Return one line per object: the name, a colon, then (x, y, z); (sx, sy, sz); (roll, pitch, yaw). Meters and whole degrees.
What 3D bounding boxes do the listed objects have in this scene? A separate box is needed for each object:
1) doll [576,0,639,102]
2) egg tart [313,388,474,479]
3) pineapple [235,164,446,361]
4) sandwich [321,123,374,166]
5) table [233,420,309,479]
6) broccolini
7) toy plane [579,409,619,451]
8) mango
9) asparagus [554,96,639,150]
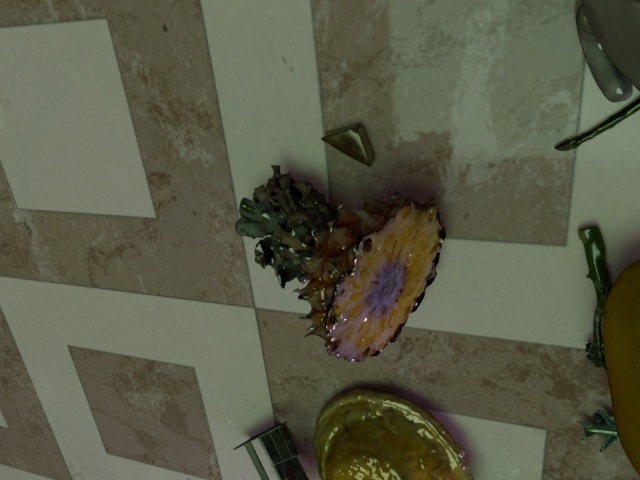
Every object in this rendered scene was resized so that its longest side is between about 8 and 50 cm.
doll: (0.393, -0.255, 0.455); (0.370, 0.226, 0.215); (-26, 104, 32)
egg tart: (0.110, 0.417, 0.979); (0.319, 0.128, 0.318); (10, 114, 24)
pineapple: (0.000, 0.000, 0.796); (0.272, 0.262, 0.262); (31, 127, 33)
sandwich: (0.045, -0.141, 0.781); (0.083, 0.031, 0.044); (31, 126, 6)
table: (-0.074, 0.438, 1.092); (0.175, 0.062, 0.146); (-37, 76, 36)
broccolini: (0.376, 0.081, 0.761); (0.067, 0.058, 0.216); (-23, 101, -7)
toy plane: (0.435, 0.283, 0.844); (0.083, 0.033, 0.080); (-8, 113, 18)
mango: (0.471, 0.175, 0.675); (0.253, 0.182, 0.365); (-31, 93, 8)
asparagus: (0.336, -0.136, 0.672); (0.114, 0.014, 0.015); (-34, 66, 32)
